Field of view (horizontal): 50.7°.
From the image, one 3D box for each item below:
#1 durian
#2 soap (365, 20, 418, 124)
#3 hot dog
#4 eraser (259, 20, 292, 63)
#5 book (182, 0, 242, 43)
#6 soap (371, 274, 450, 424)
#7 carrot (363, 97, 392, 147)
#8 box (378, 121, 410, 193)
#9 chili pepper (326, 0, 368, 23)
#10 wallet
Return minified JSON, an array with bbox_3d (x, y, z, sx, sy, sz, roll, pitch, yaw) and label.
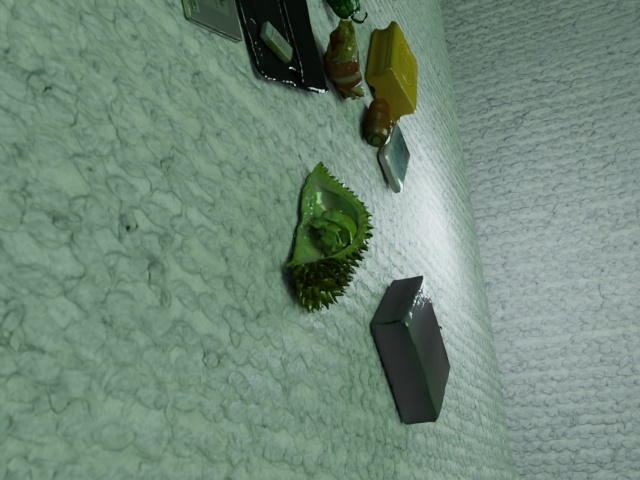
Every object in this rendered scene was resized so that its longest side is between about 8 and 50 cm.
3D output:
[{"bbox_3d":[0.007,0.007,1.364,0.169,0.157,0.355,30,38,-13],"label":"durian"},{"bbox_3d":[0.240,-0.553,2.206,0.204,0.096,0.324,53,31,-35],"label":"soap"},{"bbox_3d":[0.055,-0.452,1.719,0.261,0.093,0.123,76,7,-47],"label":"hot dog"},{"bbox_3d":[-0.088,-0.394,1.343,0.083,0.019,0.038,41,47,-44],"label":"eraser"},{"bbox_3d":[-0.195,-0.427,1.183,0.182,0.014,0.127,-10,87,-68],"label":"book"},{"bbox_3d":[0.244,0.277,1.751,0.285,0.107,0.296,-48,121,-65],"label":"soap"},{"bbox_3d":[0.167,-0.347,1.951,0.193,0.087,0.087,-83,151,-45],"label":"carrot"},{"bbox_3d":[0.236,-0.266,2.131,0.142,0.044,0.285,63,25,-23],"label":"box"},{"bbox_3d":[0.045,-0.703,1.822,0.074,0.100,0.257,-72,141,-62],"label":"chili pepper"},{"bbox_3d":[-0.080,-0.442,1.438,0.323,0.041,0.247,-17,94,-62],"label":"wallet"}]
